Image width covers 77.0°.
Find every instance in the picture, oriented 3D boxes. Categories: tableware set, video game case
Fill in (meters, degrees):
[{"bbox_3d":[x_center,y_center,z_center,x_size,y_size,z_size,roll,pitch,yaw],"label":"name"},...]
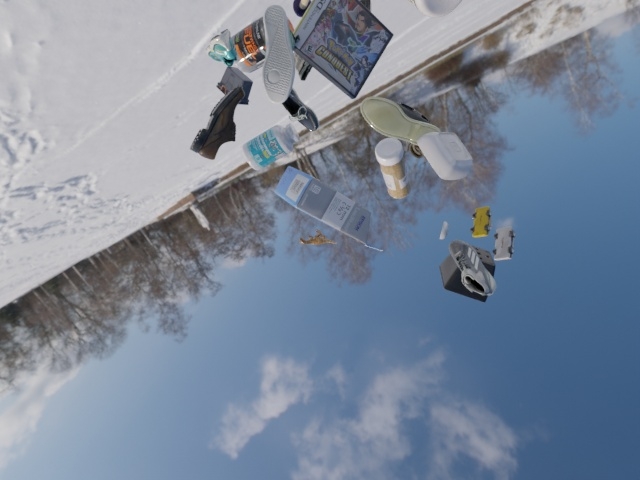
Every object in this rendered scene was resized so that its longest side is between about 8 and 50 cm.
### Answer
[{"bbox_3d":[0.500,-0.499,2.030,0.039,0.128,0.194,-41,-152,57],"label":"tableware set"},{"bbox_3d":[0.068,-0.637,1.275,0.248,0.274,0.035,-59,-156,-1],"label":"video game case"}]

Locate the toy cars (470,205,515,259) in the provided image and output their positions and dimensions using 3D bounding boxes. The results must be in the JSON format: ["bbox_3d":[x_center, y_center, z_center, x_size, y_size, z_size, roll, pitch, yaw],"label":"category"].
[{"bbox_3d":[0.943,-0.032,2.185,0.176,0.087,0.394,-46,-145,18],"label":"toy cars"}]

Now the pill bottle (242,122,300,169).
[{"bbox_3d":[-0.233,-0.459,1.937,0.264,0.146,0.146,-27,-163,14],"label":"pill bottle"}]

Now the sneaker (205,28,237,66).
[{"bbox_3d":[-0.393,-0.756,1.629,0.107,0.110,0.275,-33,-159,-6],"label":"sneaker"}]

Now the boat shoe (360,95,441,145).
[{"bbox_3d":[0.317,-0.473,1.585,0.113,0.339,0.127,-73,-177,-59],"label":"boat shoe"}]

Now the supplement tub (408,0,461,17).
[{"bbox_3d":[0.429,-1.085,1.634,0.235,0.235,0.325,-28,-128,7],"label":"supplement tub"}]

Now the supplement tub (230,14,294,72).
[{"bbox_3d":[-0.310,-1.042,2.121,0.337,0.207,0.207,-12,-155,36],"label":"supplement tub"}]

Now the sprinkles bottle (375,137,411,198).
[{"bbox_3d":[0.348,-0.332,1.904,0.121,0.355,0.121,-8,-115,16],"label":"sprinkles bottle"}]

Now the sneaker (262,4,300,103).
[{"bbox_3d":[-0.105,-0.510,1.158,0.094,0.256,0.151,0,-176,9],"label":"sneaker"}]

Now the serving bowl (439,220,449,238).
[{"bbox_3d":[0.558,-0.043,1.806,0.027,0.083,0.083,15,-144,19],"label":"serving bowl"}]

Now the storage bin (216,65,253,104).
[{"bbox_3d":[-0.328,-0.599,1.544,0.098,0.135,0.091,-20,148,-51],"label":"storage bin"}]

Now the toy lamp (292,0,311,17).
[{"bbox_3d":[-0.055,-0.884,1.478,0.080,0.080,0.275,-31,-162,-3],"label":"toy lamp"}]

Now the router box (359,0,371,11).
[{"bbox_3d":[0.133,-0.788,1.435,0.092,0.123,0.038,2,179,14],"label":"router box"}]

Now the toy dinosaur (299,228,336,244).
[{"bbox_3d":[0.000,0.000,2.072,0.211,0.064,0.112,-1,-141,17],"label":"toy dinosaur"}]

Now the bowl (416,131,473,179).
[{"bbox_3d":[0.336,-0.231,1.057,0.142,0.142,0.053,-12,158,-42],"label":"bowl"}]

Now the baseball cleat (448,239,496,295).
[{"bbox_3d":[0.446,0.076,1.216,0.109,0.206,0.072,0,134,-41],"label":"baseball cleat"}]

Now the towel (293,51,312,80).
[{"bbox_3d":[-0.049,-0.975,1.979,0.312,0.056,0.324,-53,-146,25],"label":"towel"}]

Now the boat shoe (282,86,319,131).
[{"bbox_3d":[-0.100,-0.574,1.769,0.095,0.254,0.079,-16,-142,35],"label":"boat shoe"}]

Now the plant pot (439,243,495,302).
[{"bbox_3d":[0.642,0.123,1.727,0.187,0.188,0.167,-72,-179,-60],"label":"plant pot"}]

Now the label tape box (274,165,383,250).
[{"bbox_3d":[0.044,-0.105,1.342,0.115,0.347,0.249,-62,-153,5],"label":"label tape box"}]

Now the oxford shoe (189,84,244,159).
[{"bbox_3d":[-0.273,-0.333,1.148,0.227,0.096,0.083,-56,-153,7],"label":"oxford shoe"}]
